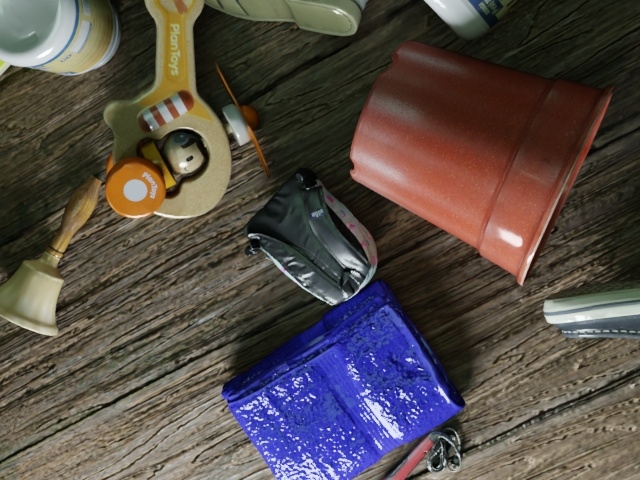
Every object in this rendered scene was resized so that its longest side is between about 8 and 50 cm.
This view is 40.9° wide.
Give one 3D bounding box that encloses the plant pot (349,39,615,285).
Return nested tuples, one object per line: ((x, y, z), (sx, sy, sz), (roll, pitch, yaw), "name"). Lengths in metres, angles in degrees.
((0.197, -0.121, 1.113), (0.265, 0.272, 0.272), (26, 100, 15), "plant pot")

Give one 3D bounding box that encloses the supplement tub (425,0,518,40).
((0.226, -0.439, 1.063), (0.325, 0.235, 0.235), (-43, 88, 16), "supplement tub")

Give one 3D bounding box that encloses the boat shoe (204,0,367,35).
((-0.073, -0.375, 1.207), (0.302, 0.113, 0.103), (18, 77, 11), "boat shoe")

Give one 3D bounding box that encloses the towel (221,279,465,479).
((0.028, 0.231, 1.259), (0.308, 0.076, 0.228), (-35, 88, 12), "towel")

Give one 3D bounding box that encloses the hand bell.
((-0.401, 0.010, 1.311), (0.126, 0.126, 0.242), (29, 89, 6), "hand bell")

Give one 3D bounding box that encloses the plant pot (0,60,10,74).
((-0.573, -0.309, 1.238), (0.228, 0.227, 0.207), (-41, 93, 13), "plant pot")

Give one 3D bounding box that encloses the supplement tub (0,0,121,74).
((-0.377, -0.310, 1.210), (0.144, 0.199, 0.144), (1, 96, 10), "supplement tub")

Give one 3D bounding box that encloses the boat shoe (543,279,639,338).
((0.542, 0.131, 1.107), (0.499, 0.187, 0.156), (5, 91, 4), "boat shoe")

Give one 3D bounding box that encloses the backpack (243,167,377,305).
((0.000, 0.000, 1.221), (0.182, 0.115, 0.152), (44, 113, 2), "backpack")

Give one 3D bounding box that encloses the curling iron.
((0.108, 0.382, 1.281), (0.068, 0.035, 0.274), (46, 101, 3), "curling iron")

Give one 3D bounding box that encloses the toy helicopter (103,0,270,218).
((-0.188, -0.204, 1.216), (0.234, 0.140, 0.355), (-1, 108, -12), "toy helicopter")
